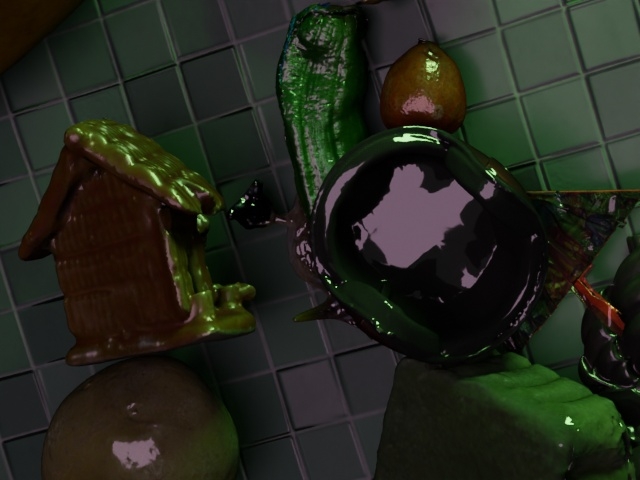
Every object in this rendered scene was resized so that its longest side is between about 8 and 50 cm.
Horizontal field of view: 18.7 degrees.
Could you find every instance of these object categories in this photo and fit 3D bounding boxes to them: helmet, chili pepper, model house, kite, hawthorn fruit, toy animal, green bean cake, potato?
[{"bbox_3d":[0.094,0.003,1.705,0.216,0.193,0.189,38,95,-1],"label":"helmet"},{"bbox_3d":[0.009,-0.106,1.789,0.098,0.061,0.224,-7,99,-23],"label":"chili pepper"},{"bbox_3d":[-0.166,-0.005,1.795,0.219,0.199,0.229,-10,95,23],"label":"model house"},{"bbox_3d":[0.212,0.014,1.739,0.189,0.009,0.232,49,125,26],"label":"kite"},{"bbox_3d":[0.092,-0.139,1.755,0.081,0.081,0.093,-3,84,19],"label":"hawthorn fruit"},{"bbox_3d":[-0.011,0.000,1.819,0.105,0.070,0.202,-32,84,2],"label":"toy animal"},{"bbox_3d":[0.161,0.221,1.728,0.227,0.125,0.222,27,113,43],"label":"green bean cake"},{"bbox_3d":[-0.175,0.216,1.862,0.178,0.160,0.235,38,127,28],"label":"potato"}]

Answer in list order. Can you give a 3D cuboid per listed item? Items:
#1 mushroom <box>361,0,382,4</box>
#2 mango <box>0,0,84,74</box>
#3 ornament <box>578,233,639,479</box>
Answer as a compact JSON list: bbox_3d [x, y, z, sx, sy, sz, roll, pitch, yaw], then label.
[{"bbox_3d":[-0.010,-0.248,1.783,0.187,0.061,0.060,3,105,23],"label":"mushroom"},{"bbox_3d":[-0.332,-0.307,1.795,0.300,0.232,0.446,37,117,3],"label":"mango"},{"bbox_3d":[0.334,0.071,1.697,0.251,0.106,0.260,-25,78,32],"label":"ornament"}]
